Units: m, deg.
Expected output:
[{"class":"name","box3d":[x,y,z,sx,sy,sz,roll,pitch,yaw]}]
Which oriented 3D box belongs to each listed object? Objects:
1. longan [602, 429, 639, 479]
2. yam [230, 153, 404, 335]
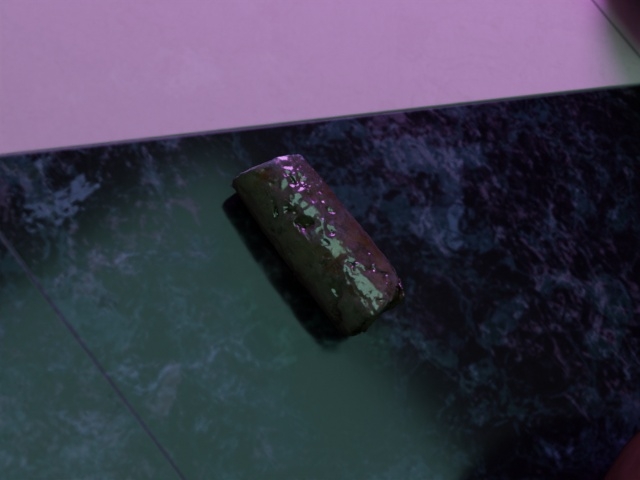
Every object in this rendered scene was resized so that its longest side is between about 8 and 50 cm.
[{"class":"longan","box3d":[0.357,0.259,0.669,0.319,0.319,0.319,4,73,-13]},{"class":"yam","box3d":[0.000,0.000,0.774,0.078,0.078,0.179,-34,81,-21]}]
